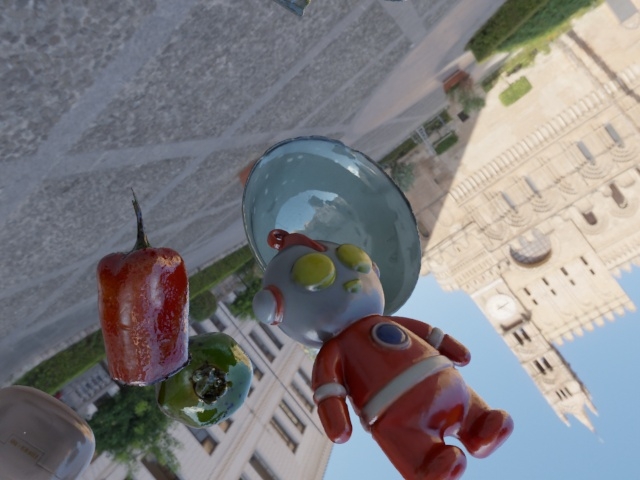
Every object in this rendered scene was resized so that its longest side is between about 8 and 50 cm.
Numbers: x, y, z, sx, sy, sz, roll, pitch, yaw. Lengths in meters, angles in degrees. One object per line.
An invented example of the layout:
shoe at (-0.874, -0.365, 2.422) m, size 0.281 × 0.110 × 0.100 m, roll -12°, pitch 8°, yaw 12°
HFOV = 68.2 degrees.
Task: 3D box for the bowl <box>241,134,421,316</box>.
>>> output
bowl at (0.000, 0.000, 0.771) m, size 0.313 × 0.313 × 0.146 m, roll -40°, pitch -179°, yaw -36°

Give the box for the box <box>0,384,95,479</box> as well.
box at (-0.474, 0.330, 0.770) m, size 0.088 × 0.200 × 0.146 m, roll -36°, pitch -162°, yaw 55°

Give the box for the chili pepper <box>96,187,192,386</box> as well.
chili pepper at (-0.178, 0.042, 0.478) m, size 0.084 × 0.192 × 0.086 m, roll -5°, pitch -176°, yaw -1°

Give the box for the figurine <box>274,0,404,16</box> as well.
figurine at (-0.006, -0.410, 0.502) m, size 0.285 × 0.342 × 0.167 m, roll -16°, pitch -144°, yaw 55°

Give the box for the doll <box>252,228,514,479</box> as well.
doll at (0.041, 0.091, 0.502) m, size 0.200 × 0.336 × 0.105 m, roll -15°, pitch 137°, yaw -35°

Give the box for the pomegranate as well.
pomegranate at (-0.187, 0.222, 0.759) m, size 0.159 × 0.159 × 0.205 m, roll -39°, pitch -177°, yaw -22°
